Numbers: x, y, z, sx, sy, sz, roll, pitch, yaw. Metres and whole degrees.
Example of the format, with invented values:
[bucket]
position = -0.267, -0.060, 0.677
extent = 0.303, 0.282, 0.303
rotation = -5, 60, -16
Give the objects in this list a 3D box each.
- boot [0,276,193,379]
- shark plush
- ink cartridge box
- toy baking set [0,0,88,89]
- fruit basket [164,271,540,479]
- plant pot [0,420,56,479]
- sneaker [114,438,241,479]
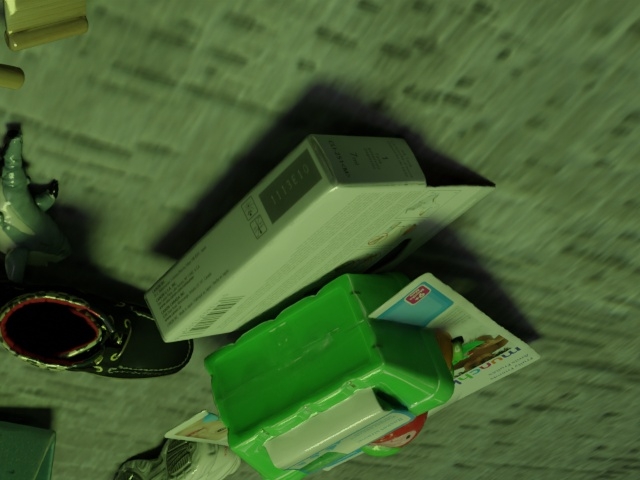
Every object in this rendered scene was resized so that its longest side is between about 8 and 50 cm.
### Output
[boot]
position = -0.216, 0.096, 0.939
extent = 0.236, 0.085, 0.179
rotation = 17, 174, -24
[shark plush]
position = -0.267, -0.038, 0.872
extent = 0.067, 0.073, 0.161
rotation = -18, 128, -22
[ink cartridge box]
position = 0.000, 0.000, 0.941
extent = 0.239, 0.060, 0.275
rotation = -5, 152, -48
[toy baking set]
position = -0.253, -0.188, 0.610
extent = 0.256, 0.030, 0.196
rotation = 0, 127, -44
[fruit basket]
position = 0.056, 0.176, 1.071
extent = 0.327, 0.165, 0.353
rotation = -31, 143, 16
[plant pot]
position = -0.493, 0.352, 1.183
extent = 0.252, 0.247, 0.247
rotation = 18, 139, -4
[sneaker]
position = -0.195, 0.336, 1.328
extent = 0.232, 0.090, 0.115
rotation = -34, 139, 32
